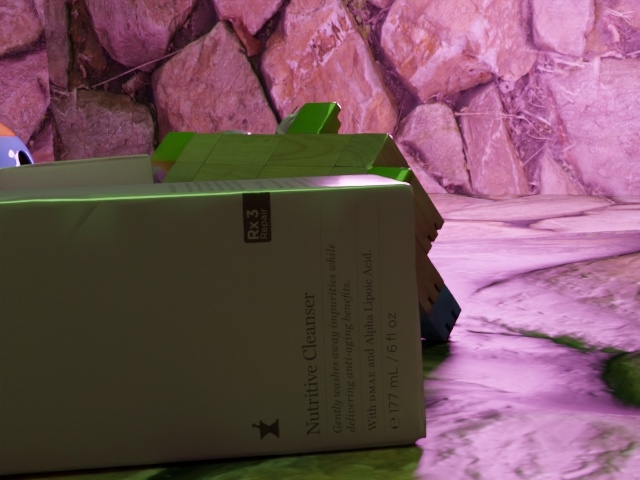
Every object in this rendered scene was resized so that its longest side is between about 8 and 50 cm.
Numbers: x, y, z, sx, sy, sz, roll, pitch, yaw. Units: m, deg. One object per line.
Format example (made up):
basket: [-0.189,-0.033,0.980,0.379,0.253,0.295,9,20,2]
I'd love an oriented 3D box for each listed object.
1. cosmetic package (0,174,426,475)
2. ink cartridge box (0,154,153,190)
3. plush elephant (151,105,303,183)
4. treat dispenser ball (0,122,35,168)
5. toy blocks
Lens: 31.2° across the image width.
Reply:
cosmetic package: [-0.123,0.060,0.926,0.385,0.217,0.156,-5,7,-10]
ink cartridge box: [-0.341,0.015,1.341,0.197,0.198,0.270,-10,4,-43]
plush elephant: [-0.097,-0.022,1.627,0.330,0.272,0.255,-33,49,0]
treat dispenser ball: [-0.641,-0.087,2.019,0.288,0.288,0.288,-2,7,0]
toy blocks: [0.000,0.000,1.321,0.381,0.261,0.190,5,54,39]
